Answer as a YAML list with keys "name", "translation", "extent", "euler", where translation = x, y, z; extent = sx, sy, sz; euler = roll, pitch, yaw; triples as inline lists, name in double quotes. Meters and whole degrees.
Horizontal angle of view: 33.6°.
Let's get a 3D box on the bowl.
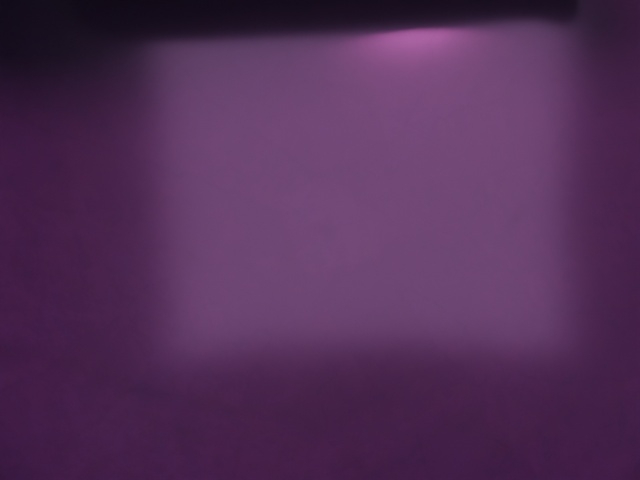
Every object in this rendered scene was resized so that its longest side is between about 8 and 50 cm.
- name: "bowl"
  translation: [0.000, 0.000, 0.339]
  extent: [0.391, 0.077, 0.391]
  euler: [0, 97, 1]
